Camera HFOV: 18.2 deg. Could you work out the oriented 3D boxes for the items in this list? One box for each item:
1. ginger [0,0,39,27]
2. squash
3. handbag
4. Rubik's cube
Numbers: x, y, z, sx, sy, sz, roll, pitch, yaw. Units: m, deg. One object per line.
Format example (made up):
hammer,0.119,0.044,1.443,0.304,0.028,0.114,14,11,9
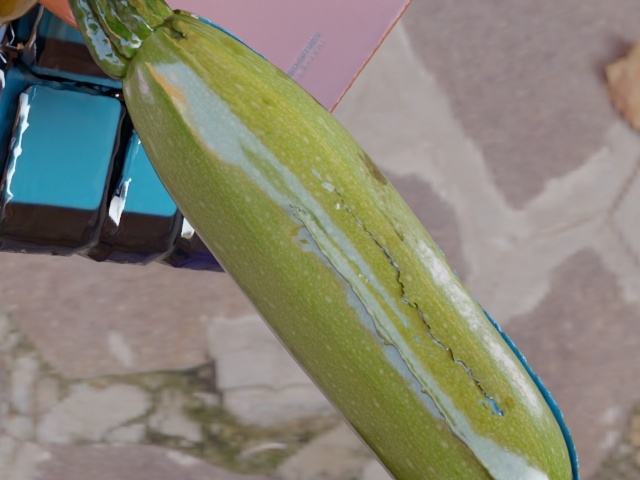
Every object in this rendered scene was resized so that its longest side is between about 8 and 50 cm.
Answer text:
ginger,-0.152,-0.266,0.819,0.152,0.274,0.357,-5,94,5
squash,0.000,0.000,0.893,0.094,0.094,0.341,-37,83,-22
handbag,-0.061,-0.139,1.079,0.190,0.063,0.127,36,90,-6
Rubik's cube,-0.187,-0.150,1.303,0.283,0.293,0.288,9,96,-50
